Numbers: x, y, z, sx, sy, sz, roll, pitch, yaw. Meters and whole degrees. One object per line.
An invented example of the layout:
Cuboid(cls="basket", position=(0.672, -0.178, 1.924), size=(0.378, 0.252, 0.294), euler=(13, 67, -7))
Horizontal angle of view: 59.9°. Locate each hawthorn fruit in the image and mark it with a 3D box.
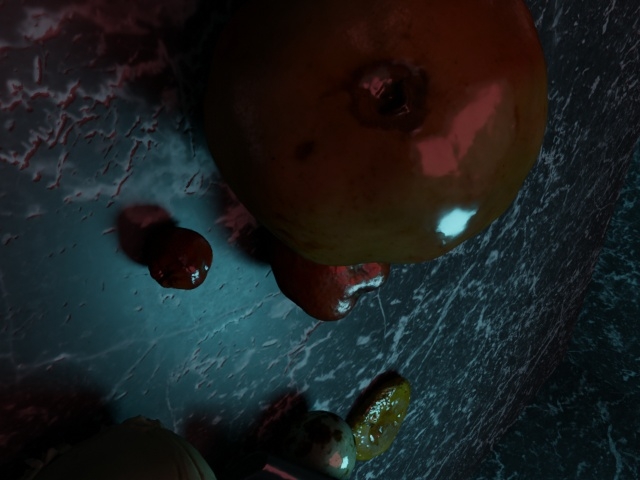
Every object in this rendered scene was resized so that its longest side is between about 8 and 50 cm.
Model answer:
Cuboid(cls="hawthorn fruit", position=(-0.192, 0.023, 0.765), size=(0.093, 0.093, 0.093), euler=(-30, 135, -35))
Cuboid(cls="hawthorn fruit", position=(0.000, 0.000, 0.894), size=(0.207, 0.207, 0.243), euler=(-48, 131, -16))

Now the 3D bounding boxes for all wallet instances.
Cuboid(cls="wallet", position=(-0.036, 0.548, 1.142), size=(0.406, 0.062, 0.228), euler=(35, 120, -29))

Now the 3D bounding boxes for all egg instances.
Cuboid(cls="egg", position=(-0.008, 0.481, 1.239), size=(0.169, 0.169, 0.231), euler=(-28, 145, -37))

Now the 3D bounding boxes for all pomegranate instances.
Cuboid(cls="pomegranate", position=(0.058, -0.157, 0.695), size=(0.411, 0.411, 0.412), euler=(-30, 135, -35))

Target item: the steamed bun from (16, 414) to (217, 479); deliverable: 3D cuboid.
Cuboid(cls="steamed bun", position=(-0.292, 0.416, 0.719), size=(0.334, 0.311, 0.233), euler=(-56, 138, -8))

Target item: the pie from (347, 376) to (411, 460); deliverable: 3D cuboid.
Cuboid(cls="pie", position=(0.166, 0.495, 1.552), size=(0.273, 0.069, 0.274), euler=(-27, 129, -39))
